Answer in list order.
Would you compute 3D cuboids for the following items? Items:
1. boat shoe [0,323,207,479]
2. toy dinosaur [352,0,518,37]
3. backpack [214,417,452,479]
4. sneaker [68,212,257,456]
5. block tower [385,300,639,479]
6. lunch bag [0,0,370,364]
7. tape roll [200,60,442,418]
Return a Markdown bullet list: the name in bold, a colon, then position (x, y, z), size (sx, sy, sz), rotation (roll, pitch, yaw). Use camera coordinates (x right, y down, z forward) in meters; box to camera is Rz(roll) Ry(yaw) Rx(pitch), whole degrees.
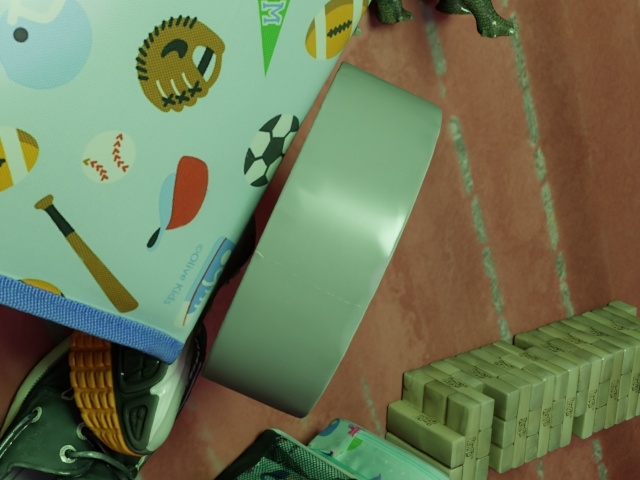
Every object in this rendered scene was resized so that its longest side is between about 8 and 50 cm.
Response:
- **boat shoe**: position (-0.187, 0.181, 0.802), size (0.340, 0.113, 0.127), rotation (-42, 128, -19)
- **toy dinosaur**: position (0.076, -0.239, 0.865), size (0.313, 0.121, 0.160), rotation (-1, 116, -6)
- **backpack**: position (0.037, 0.285, 0.937), size (0.191, 0.253, 0.225), rotation (-33, 125, -25)
- **sneaker**: position (-0.091, 0.020, 0.796), size (0.121, 0.099, 0.263), rotation (21, 73, -51)
- **block tower**: position (0.223, 0.150, 1.147), size (0.335, 0.097, 0.091), rotation (-14, 117, -37)
- **lunch bag**: position (-0.187, -0.157, 0.587), size (0.385, 0.239, 0.328), rotation (24, 93, -48)
- **tape roll**: position (0.000, 0.000, 0.727), size (0.072, 0.219, 0.219), rotation (24, 91, -3)
